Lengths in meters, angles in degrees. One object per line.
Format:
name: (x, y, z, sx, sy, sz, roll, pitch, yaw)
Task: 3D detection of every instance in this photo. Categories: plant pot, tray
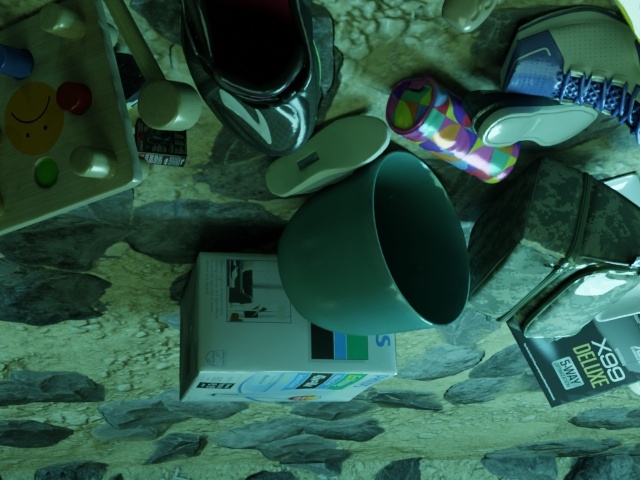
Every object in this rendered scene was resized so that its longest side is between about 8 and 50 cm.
plant pot: (0.072, 0.026, 1.668, 0.235, 0.293, 0.293, -18, 150, 32)
tray: (0.538, 0.013, 1.839, 0.145, 0.030, 0.270, -16, 109, 18)

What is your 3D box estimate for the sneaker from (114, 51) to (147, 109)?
sneaker: (-0.318, -0.197, 1.421, 0.234, 0.084, 0.097, -19, 173, 27)

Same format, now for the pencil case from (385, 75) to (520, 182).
pencil case: (0.204, -0.167, 1.521, 0.104, 0.104, 0.236, -27, 147, 36)

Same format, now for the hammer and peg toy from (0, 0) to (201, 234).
hammer and peg toy: (-0.312, -0.177, 1.268, 0.361, 0.266, 0.127, -18, 172, 22)

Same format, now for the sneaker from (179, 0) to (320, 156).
sneaker: (-0.093, -0.232, 1.229, 0.185, 0.202, 0.483, -7, 152, 4)

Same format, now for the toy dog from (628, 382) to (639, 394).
toy dog: (0.664, 0.201, 2.106, 0.408, 0.284, 0.395, -23, 147, 34)

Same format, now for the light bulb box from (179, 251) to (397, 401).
light bulb box: (-0.075, 0.176, 1.931, 0.361, 0.225, 0.358, 2, 163, -12)

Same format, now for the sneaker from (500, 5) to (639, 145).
sneaker: (0.418, -0.211, 1.377, 0.315, 0.182, 0.127, -3, 151, -5)

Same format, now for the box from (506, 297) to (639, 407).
box: (0.501, 0.154, 1.988, 0.242, 0.307, 0.076, -24, -172, 33)

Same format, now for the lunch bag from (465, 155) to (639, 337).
lunch bag: (0.413, 0.030, 1.737, 0.256, 0.212, 0.305, 22, 145, -7)

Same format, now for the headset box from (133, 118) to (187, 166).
headset box: (-0.244, -0.147, 1.515, 0.083, 0.062, 0.032, 3, 151, -17)

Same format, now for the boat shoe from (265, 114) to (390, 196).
boat shoe: (0.020, -0.133, 1.590, 0.227, 0.079, 0.081, -24, 171, 29)

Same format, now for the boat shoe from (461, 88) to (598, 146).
boat shoe: (0.311, -0.190, 1.500, 0.254, 0.079, 0.095, -10, 147, -35)

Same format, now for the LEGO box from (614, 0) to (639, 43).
LEGO box: (0.535, -0.396, 1.032, 0.500, 0.193, 0.372, -20, 149, 27)

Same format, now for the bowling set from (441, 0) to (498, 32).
bowling set: (0.088, -0.374, 1.095, 0.154, 0.200, 0.287, -54, 139, 4)
